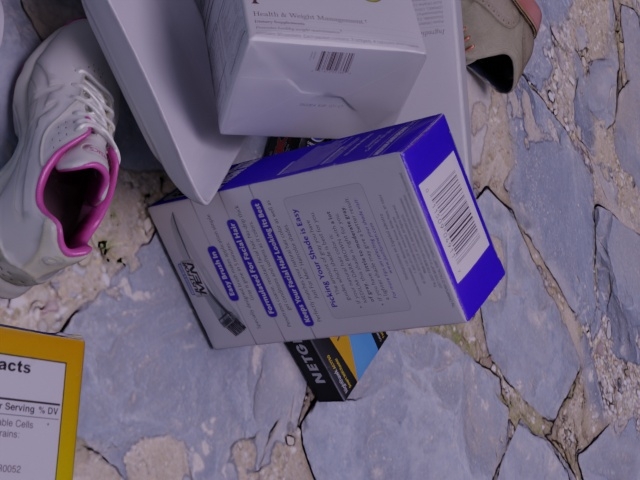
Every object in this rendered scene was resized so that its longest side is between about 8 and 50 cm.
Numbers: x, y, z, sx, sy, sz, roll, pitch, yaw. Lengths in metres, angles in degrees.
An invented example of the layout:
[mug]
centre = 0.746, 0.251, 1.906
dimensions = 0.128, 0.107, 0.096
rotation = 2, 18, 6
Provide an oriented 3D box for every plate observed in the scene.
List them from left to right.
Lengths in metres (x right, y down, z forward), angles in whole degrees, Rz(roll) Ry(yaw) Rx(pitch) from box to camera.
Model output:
[plate]
centre = -0.165, -0.195, 1.162
dimensions = 0.278, 0.045, 0.277
rotation = -74, 142, -67

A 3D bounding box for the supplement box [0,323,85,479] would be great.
[supplement box]
centre = -0.322, 0.237, 0.820
dimensions = 0.194, 0.195, 0.357
rotation = 19, 69, -49

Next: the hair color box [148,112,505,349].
[hair color box]
centre = 0.000, 0.000, 1.160
dimensions = 0.110, 0.338, 0.185
rotation = -43, 116, -49

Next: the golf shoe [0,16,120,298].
[golf shoe]
centre = -0.230, -0.088, 1.051
dimensions = 0.115, 0.140, 0.306
rotation = 36, 54, -40

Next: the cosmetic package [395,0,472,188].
[cosmetic package]
centre = 0.111, -0.197, 1.435
dimensions = 0.217, 0.156, 0.385
rotation = 39, 48, -78

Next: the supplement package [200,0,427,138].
[supplement package]
centre = -0.015, -0.233, 1.208
dimensions = 0.194, 0.149, 0.203
rotation = 1, 55, -19

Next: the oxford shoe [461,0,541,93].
[oxford shoe]
centre = 0.215, -0.347, 1.676
dimensions = 0.397, 0.140, 0.147
rotation = 23, 72, -45

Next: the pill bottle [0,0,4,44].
[pill bottle]
centre = -0.389, -0.194, 0.857
dimensions = 0.264, 0.153, 0.153
rotation = 23, 65, -49

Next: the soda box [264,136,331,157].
[soda box]
centre = -0.021, -0.138, 1.388
dimensions = 0.053, 0.060, 0.169
rotation = 40, 53, -40

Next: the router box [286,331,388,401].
[router box]
centre = 0.006, 0.092, 1.388
dimensions = 0.133, 0.046, 0.179
rotation = -52, 123, -43
